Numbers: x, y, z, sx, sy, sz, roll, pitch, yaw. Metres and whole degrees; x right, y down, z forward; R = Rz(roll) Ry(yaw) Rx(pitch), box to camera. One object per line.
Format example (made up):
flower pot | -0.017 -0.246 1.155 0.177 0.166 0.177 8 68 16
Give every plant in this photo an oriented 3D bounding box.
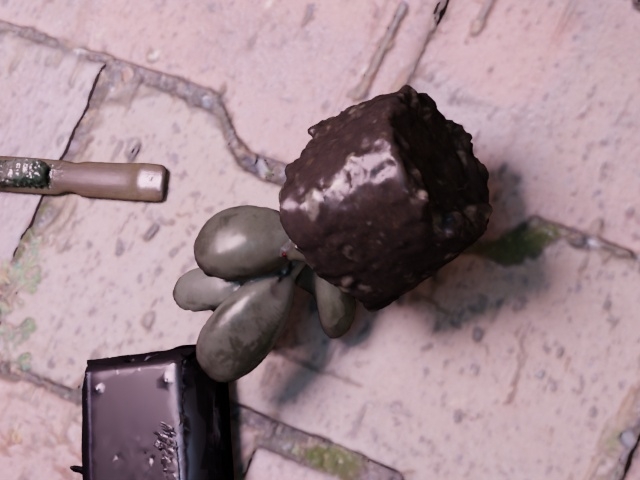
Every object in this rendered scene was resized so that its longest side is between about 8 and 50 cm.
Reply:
plant | 0.001 -0.002 1.402 0.274 0.149 0.146 -35 24 28

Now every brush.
brush | -0.225 -0.058 1.562 0.190 0.027 0.034 5 81 21

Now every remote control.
remote control | -0.137 0.282 1.427 0.144 0.062 0.399 -9 74 20
